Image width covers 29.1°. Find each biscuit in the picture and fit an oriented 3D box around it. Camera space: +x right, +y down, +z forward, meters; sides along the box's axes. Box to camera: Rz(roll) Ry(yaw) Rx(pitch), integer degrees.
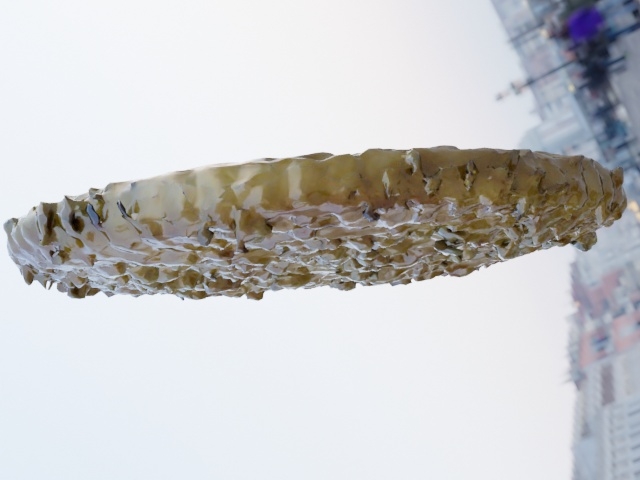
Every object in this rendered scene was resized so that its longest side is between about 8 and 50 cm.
[{"bbox_3d":[0.000,0.000,0.513,0.254,0.254,0.035,15,-112,-72],"label":"biscuit"}]
